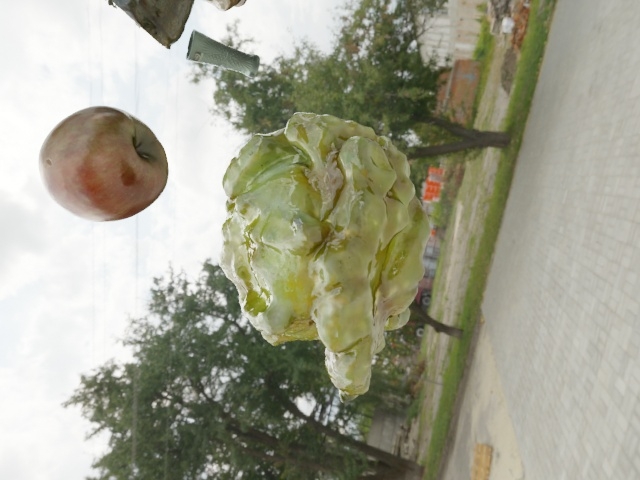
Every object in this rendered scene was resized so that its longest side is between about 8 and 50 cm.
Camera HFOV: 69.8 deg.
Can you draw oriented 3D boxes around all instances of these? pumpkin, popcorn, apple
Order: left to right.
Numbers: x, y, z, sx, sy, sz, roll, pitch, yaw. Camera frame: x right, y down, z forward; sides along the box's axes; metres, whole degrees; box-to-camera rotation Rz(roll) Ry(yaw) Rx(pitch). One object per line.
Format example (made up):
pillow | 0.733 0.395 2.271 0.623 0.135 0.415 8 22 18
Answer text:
apple | -0.360 -0.124 0.766 0.188 0.174 0.188 -18 -90 -77
pumpkin | -0.383 -0.588 0.934 0.232 0.325 0.242 -49 11 10
popcorn | -0.002 0.008 0.606 0.274 0.279 0.335 -19 -52 -60

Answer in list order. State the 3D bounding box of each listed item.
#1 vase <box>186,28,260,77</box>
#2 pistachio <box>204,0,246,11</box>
vase | -0.306 -0.587 1.460 0.096 0.219 0.096 -31 54 57
pistachio | -0.171 -0.508 0.709 0.163 0.212 0.260 -32 -11 -29
